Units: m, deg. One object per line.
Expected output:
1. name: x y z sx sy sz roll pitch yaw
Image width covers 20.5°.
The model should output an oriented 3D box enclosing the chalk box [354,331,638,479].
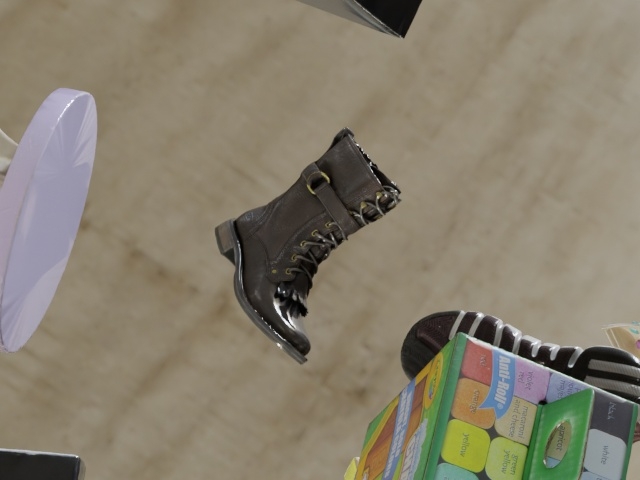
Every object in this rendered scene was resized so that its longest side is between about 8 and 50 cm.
1. chalk box: 0.148 0.211 1.524 0.289 0.179 0.180 124 166 -56

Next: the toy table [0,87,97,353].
1. toy table: -0.337 -0.037 1.740 0.252 0.161 0.274 88 -162 -55

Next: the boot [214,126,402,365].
1. boot: 0.000 0.000 2.149 0.229 0.263 0.091 -33 -38 9

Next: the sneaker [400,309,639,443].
1. sneaker: 0.225 0.164 1.826 0.162 0.281 0.106 46 -116 -51

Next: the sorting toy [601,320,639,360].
1. sorting toy: 0.398 0.132 2.185 0.045 0.083 0.075 -27 2 -25

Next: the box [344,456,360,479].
1. box: 0.093 0.354 1.985 0.087 0.232 0.058 -5 -30 -17

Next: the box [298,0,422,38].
1. box: -0.022 -0.281 1.304 0.184 0.261 0.103 -63 -32 -3

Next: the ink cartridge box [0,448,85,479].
1. ink cartridge box: -0.396 0.260 1.521 0.069 0.371 0.175 90 -176 -72
